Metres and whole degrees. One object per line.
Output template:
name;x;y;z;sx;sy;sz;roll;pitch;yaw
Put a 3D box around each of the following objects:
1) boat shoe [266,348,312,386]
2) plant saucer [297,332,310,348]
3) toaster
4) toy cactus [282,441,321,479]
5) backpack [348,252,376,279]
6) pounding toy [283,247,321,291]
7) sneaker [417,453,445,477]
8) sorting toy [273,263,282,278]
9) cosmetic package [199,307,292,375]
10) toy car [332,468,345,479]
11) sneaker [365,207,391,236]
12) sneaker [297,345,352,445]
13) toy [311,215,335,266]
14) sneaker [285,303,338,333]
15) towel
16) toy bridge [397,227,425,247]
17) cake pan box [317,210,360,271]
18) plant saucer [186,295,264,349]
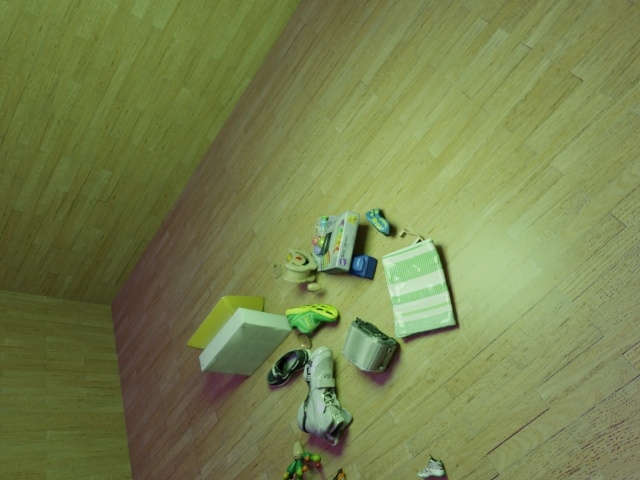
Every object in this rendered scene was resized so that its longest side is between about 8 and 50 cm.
boat shoe;-0.166;0.576;2.168;0.302;0.091;0.114;-44;48;28
plant saucer;-0.071;0.449;2.142;0.083;0.015;0.083;24;129;33
toaster;0.177;0.406;1.826;0.227;0.129;0.147;28;100;47
toy cactus;-0.077;0.925;1.966;0.219;0.112;0.180;-53;26;24
backpack;0.158;0.099;1.975;0.120;0.101;0.098;8;76;50
pounding toy;-0.106;0.158;2.179;0.269;0.154;0.155;-125;42;-57
sneaker;0.363;0.748;1.576;0.098;0.038;0.069;-23;59;30
sorting toy;-0.221;0.148;2.436;0.062;0.012;0.083;-42;53;37
cosmetic package;-0.358;0.491;2.263;0.377;0.284;0.097;-49;46;24
toy car;0.060;0.934;1.856;0.040;0.060;0.122;41;136;2
sneaker;0.241;-0.074;1.964;0.067;0.078;0.188;-30;35;2
sneaker;0.032;0.626;1.909;0.210;0.137;0.366;13;92;48
toy;0.000;0.000;2.213;0.136;0.056;0.237;-4;74;48
sneaker;-0.031;0.350;2.110;0.295;0.109;0.124;-11;90;45
towel;0.350;0.177;1.752;0.247;0.038;0.325;-25;64;38
toy bridge;0.368;0.010;1.830;0.063;0.026;0.188;-52;45;20
cake pan box;0.075;0.015;2.040;0.267;0.070;0.246;160;125;-72
plant saucer;-0.445;0.421;2.352;0.081;0.332;0.333;45;105;25
